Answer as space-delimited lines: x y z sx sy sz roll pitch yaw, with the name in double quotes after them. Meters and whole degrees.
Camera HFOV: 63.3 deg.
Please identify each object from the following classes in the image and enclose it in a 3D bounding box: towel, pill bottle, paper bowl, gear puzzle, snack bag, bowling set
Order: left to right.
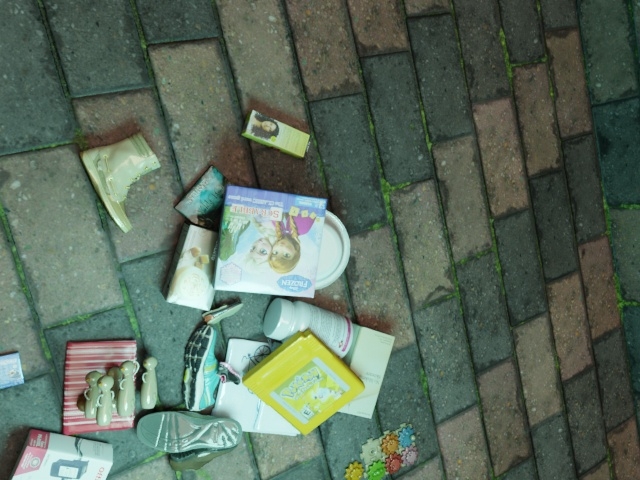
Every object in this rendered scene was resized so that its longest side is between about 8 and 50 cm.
-0.659 0.439 1.557 0.198 0.031 0.275 3 89 -24 "towel"
-0.609 0.415 1.473 0.199 0.287 0.154 -1 83 10 "bowling set"
-0.191 0.503 1.787 0.342 0.037 0.324 15 86 -26 "snack bag"
-0.042 0.301 1.784 0.282 0.160 0.161 22 82 -25 "pill bottle"
-0.038 0.027 1.756 0.283 0.148 0.285 -2 97 -14 "paper bowl"
0.239 0.841 2.008 0.338 0.044 0.176 -14 98 -25 "gear puzzle"

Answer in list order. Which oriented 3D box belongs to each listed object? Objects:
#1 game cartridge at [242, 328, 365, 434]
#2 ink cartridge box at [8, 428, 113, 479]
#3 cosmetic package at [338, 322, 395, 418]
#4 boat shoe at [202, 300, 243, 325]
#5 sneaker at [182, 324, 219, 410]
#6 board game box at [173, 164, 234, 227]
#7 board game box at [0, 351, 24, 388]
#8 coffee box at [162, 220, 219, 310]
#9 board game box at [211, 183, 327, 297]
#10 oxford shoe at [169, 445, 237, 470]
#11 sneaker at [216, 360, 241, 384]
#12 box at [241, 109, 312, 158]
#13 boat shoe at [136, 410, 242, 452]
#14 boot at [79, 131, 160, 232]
-0.052 0.478 1.738 0.285 0.053 0.324 -40 115 7 "game cartridge"
-0.737 0.659 1.476 0.237 0.100 0.172 24 91 -25 "ink cartridge box"
0.143 0.474 1.910 0.160 0.113 0.310 20 82 -26 "cosmetic package"
-0.320 0.231 1.709 0.136 0.049 0.043 -27 64 -22 "boat shoe"
-0.374 0.407 1.675 0.109 0.107 0.276 7 93 -46 "sneaker"
-0.365 -0.134 1.681 0.126 0.026 0.186 43 74 -21 "board game box"
-0.884 0.365 1.447 0.090 0.020 0.090 -10 95 -26 "board game box"
-0.386 0.078 1.625 0.141 0.098 0.247 18 91 -27 "coffee box"
-0.156 0.005 1.606 0.318 0.066 0.319 6 94 -18 "board game box"
-0.380 0.689 1.689 0.227 0.083 0.096 -2 117 -29 "oxford shoe"
-0.300 0.442 1.678 0.119 0.047 0.057 60 43 -39 "sneaker"
-0.146 -0.355 1.764 0.232 0.058 0.088 18 84 -26 "box"
-0.411 0.599 1.637 0.320 0.103 0.118 5 73 -16 "boat shoe"
-0.565 -0.174 1.547 0.203 0.095 0.262 -28 100 -24 "boot"
